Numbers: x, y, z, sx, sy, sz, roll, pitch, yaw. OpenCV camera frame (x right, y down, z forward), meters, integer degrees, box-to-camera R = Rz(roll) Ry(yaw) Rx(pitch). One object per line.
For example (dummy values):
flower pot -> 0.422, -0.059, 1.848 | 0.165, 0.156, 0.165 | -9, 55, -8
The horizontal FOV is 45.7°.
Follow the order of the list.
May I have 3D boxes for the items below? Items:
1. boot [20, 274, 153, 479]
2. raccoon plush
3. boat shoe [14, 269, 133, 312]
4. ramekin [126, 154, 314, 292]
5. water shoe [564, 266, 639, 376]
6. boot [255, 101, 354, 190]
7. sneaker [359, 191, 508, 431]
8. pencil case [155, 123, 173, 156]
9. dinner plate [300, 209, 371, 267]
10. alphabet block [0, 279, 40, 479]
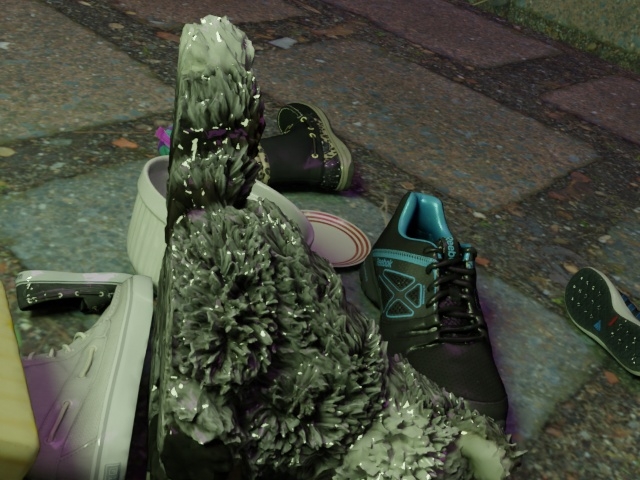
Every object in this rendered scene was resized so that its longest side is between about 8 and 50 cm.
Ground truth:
boot -> -0.225, 0.111, 0.694 | 0.124, 0.095, 0.258 | 10, 30, -12
raccoon plush -> 0.020, 0.046, 0.638 | 0.299, 0.446, 0.216 | 5, 6, -15
boat shoe -> -0.255, 0.059, 0.820 | 0.142, 0.049, 0.040 | 5, 67, -30
ramekin -> -0.121, -0.001, 0.871 | 0.207, 0.109, 0.207 | 22, 21, -9
water shoe -> 0.394, 0.116, 1.001 | 0.080, 0.073, 0.203 | 30, 22, -29
boot -> -0.069, -0.152, 1.196 | 0.179, 0.085, 0.236 | -5, 37, -26
sneaker -> 0.125, 0.075, 0.861 | 0.125, 0.139, 0.340 | 7, 34, -20
pencil case -> -0.176, -0.114, 1.105 | 0.152, 0.064, 0.070 | 40, 14, 36
dinner plate -> 0.000, 0.000, 1.045 | 0.141, 0.017, 0.141 | 11, 32, -7
alphabet block -> -0.330, 0.115, 0.486 | 0.197, 0.193, 0.192 | 28, 18, -43
